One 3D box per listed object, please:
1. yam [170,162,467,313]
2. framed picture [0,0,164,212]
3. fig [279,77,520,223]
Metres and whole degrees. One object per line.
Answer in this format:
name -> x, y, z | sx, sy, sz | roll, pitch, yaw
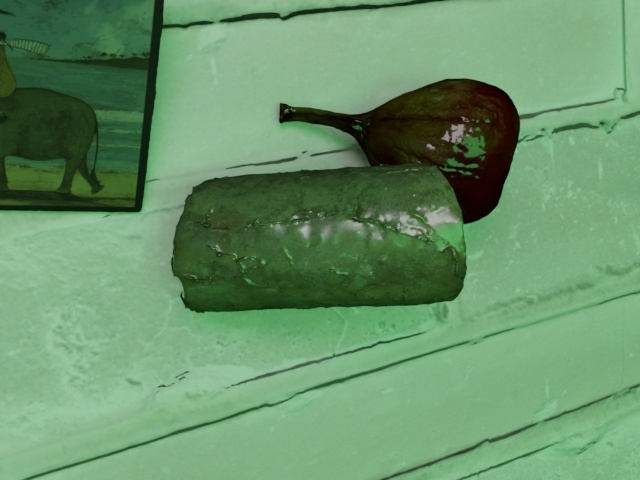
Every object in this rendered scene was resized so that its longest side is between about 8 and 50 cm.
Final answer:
yam -> 0.000, 0.000, 0.747 | 0.304, 0.168, 0.168 | -4, 102, 7
framed picture -> -0.290, -0.165, 0.639 | 0.265, 0.016, 0.347 | 1, 130, -22
fig -> 0.103, -0.102, 0.836 | 0.290, 0.190, 0.191 | -10, 104, -3
